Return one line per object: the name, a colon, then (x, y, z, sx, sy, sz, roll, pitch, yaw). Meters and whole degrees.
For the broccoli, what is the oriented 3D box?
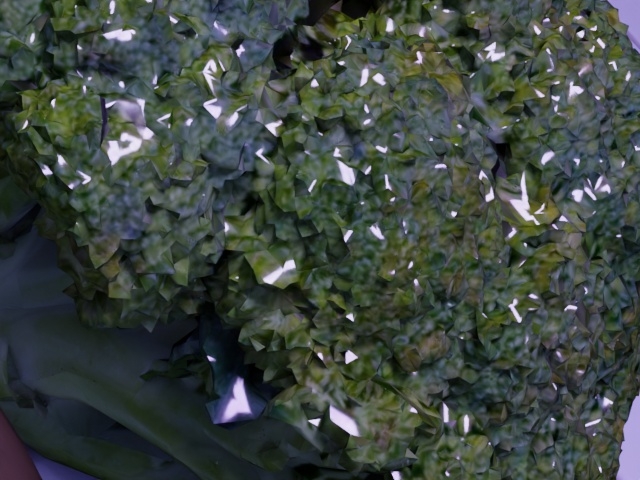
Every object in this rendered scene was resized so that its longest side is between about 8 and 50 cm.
broccoli: (0.002, 0.009, 0.577, 0.321, 0.310, 0.413, 44, 2, 17)

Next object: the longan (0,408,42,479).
longan: (-0.190, 0.112, 0.288, 0.297, 0.297, 0.297, 24, 40, -22)
